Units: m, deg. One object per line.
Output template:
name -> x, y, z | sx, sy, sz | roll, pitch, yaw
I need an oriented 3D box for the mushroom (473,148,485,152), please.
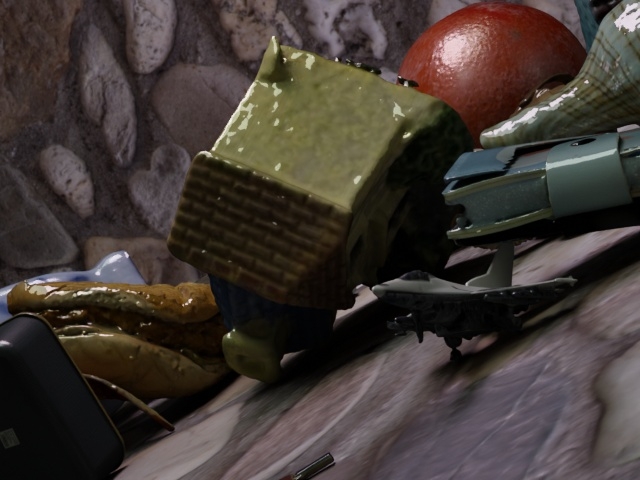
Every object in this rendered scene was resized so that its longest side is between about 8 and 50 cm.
mushroom -> 0.143, -0.032, 1.953 | 0.096, 0.099, 0.278 | -27, -2, -46

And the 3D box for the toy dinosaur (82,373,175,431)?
toy dinosaur -> -0.329, 0.243, 1.820 | 0.327, 0.113, 0.206 | -11, -36, -8

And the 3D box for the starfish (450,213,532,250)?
starfish -> 0.246, -0.043, 1.638 | 0.238, 0.071, 0.216 | -19, 1, 9

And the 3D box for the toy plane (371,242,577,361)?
toy plane -> 0.111, 0.055, 1.266 | 0.160, 0.082, 0.234 | -16, -1, 34

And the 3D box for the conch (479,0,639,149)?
conch -> 0.335, -0.183, 1.525 | 0.386, 0.169, 0.203 | -3, 28, 19

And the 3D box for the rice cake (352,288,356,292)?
rice cake -> -0.013, 0.071, 2.107 | 0.085, 0.040, 0.226 | -31, 5, -11

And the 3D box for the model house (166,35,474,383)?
model house -> 0.000, 0.000, 1.691 | 0.266, 0.261, 0.321 | -56, -22, -32

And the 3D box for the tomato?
tomato -> 0.218, -0.180, 2.033 | 0.265, 0.265, 0.265 | -30, 5, 3

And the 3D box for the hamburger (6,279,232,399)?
hamburger -> -0.238, 0.117, 1.936 | 0.283, 0.144, 0.259 | -2, -2, 9

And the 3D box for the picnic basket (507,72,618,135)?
picnic basket -> 0.271, -0.115, 1.810 | 0.138, 0.128, 0.178 | -28, 16, 46

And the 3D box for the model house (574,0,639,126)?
model house -> 0.440, -0.216, 1.713 | 0.281, 0.248, 0.230 | -26, -40, 2

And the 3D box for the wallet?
wallet -> 0.236, -0.054, 1.360 | 0.251, 0.075, 0.176 | -10, 8, 16

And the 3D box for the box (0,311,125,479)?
box -> -0.316, 0.194, 1.692 | 0.144, 0.201, 0.090 | -27, 9, 19

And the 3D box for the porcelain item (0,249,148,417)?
porcelain item -> -0.400, 0.178, 2.122 | 0.405, 0.242, 0.178 | -30, -19, -15

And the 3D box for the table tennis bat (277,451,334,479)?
table tennis bat -> -0.027, 0.182, 1.195 | 0.083, 0.007, 0.050 | -32, 4, -1
